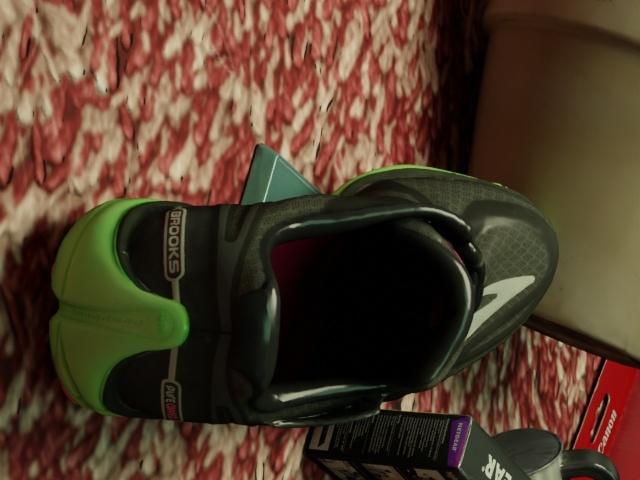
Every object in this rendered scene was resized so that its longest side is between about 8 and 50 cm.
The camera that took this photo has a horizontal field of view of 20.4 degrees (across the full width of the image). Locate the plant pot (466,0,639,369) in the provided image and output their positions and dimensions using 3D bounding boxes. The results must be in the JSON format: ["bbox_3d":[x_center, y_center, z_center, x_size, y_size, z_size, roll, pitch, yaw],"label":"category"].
[{"bbox_3d":[0.249,-0.052,1.488,0.323,0.323,0.280,29,82,-54],"label":"plant pot"}]

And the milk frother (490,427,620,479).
[{"bbox_3d":[0.197,0.226,1.584,0.143,0.129,0.134,-124,-161,-67],"label":"milk frother"}]

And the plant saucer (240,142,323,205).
[{"bbox_3d":[0.000,0.000,1.327,0.192,0.018,0.067,41,57,-49],"label":"plant saucer"}]

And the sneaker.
[{"bbox_3d":[0.036,0.050,1.192,0.483,0.202,0.185,-11,106,-53],"label":"sneaker"}]

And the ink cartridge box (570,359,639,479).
[{"bbox_3d":[0.366,0.249,1.797,0.272,0.130,0.309,59,45,-39],"label":"ink cartridge box"}]

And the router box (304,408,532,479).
[{"bbox_3d":[0.089,0.185,1.361,0.179,0.133,0.046,47,54,-48],"label":"router box"}]
